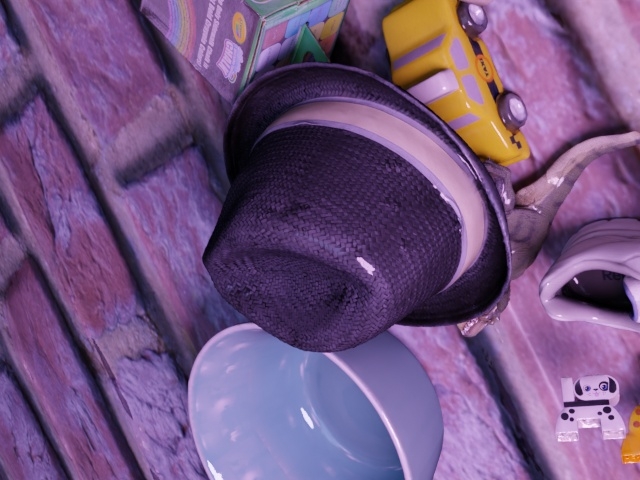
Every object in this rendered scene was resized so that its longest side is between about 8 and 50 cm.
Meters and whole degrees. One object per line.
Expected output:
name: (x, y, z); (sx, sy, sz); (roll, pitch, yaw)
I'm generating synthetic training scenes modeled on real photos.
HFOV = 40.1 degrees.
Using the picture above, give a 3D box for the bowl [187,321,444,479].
bowl: (0.016, 0.207, 0.992); (0.311, 0.163, 0.311); (18, 119, 35)

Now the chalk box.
chalk box: (-0.060, -0.229, 0.874); (0.213, 0.132, 0.132); (46, 145, 14)

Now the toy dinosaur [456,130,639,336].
toy dinosaur: (0.173, -0.025, 0.821); (0.118, 0.064, 0.268); (25, 128, -5)

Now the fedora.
fedora: (0.000, 0.000, 0.803); (0.334, 0.152, 0.334); (27, 141, 24)

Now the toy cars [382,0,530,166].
toy cars: (0.128, -0.231, 0.761); (0.176, 0.087, 0.394); (27, 124, 29)

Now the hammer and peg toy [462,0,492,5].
hammer and peg toy: (0.038, -0.352, 0.680); (0.361, 0.127, 0.266); (34, 111, 41)

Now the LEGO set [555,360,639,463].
LEGO set: (0.318, 0.133, 0.759); (0.227, 0.093, 0.087); (-7, 142, 15)

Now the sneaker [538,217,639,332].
sneaker: (0.314, 0.035, 0.692); (0.297, 0.129, 0.111); (-11, 99, 41)
